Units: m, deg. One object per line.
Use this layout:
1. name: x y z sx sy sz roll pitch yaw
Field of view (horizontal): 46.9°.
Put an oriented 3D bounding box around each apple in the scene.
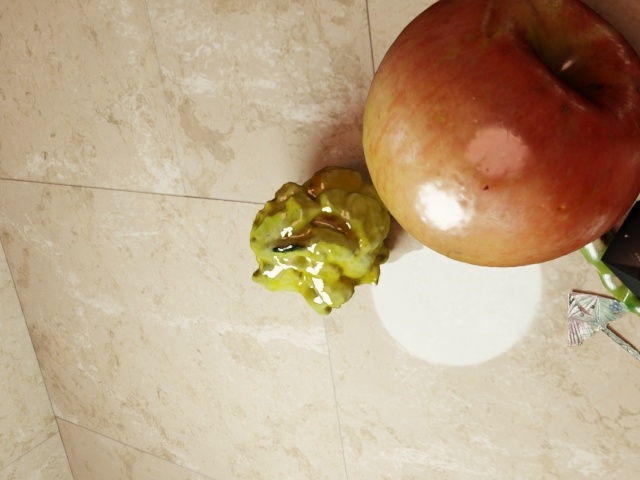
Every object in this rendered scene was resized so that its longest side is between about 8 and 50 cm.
1. apple: 0.225 -0.136 0.946 0.363 0.364 0.364 17 121 31

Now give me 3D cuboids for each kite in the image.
1. kite: 0.439 0.138 1.151 0.152 0.005 0.137 50 134 7

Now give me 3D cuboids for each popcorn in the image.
1. popcorn: 0.000 0.000 1.291 0.252 0.215 0.286 33 138 -21

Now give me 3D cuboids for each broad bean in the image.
1. broad bean: 0.416 0.023 1.078 0.214 0.048 0.070 55 174 11

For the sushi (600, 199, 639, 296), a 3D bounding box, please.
1. sushi: 0.517 0.015 0.890 0.227 0.215 0.212 35 104 38
